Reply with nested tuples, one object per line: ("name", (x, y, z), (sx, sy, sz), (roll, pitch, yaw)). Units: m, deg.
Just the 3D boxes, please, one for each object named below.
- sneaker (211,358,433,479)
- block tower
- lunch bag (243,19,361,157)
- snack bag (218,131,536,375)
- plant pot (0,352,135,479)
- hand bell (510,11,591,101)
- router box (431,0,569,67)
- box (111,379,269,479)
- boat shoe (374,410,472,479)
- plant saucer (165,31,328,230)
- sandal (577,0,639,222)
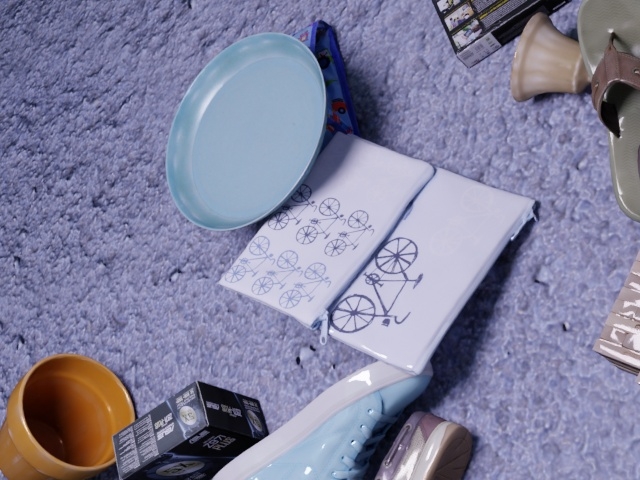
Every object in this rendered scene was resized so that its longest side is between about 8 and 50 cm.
("sneaker", (0.026, 0.296, 1.315), (0.366, 0.135, 0.150), (-40, 67, 18))
("block tower", (0.437, 0.019, 1.139), (0.097, 0.091, 0.335), (21, 84, 41))
("lunch bag", (-0.072, -0.238, 1.620), (0.221, 0.138, 0.293), (-30, 46, 27))
("snack bag", (0.077, 0.006, 1.344), (0.343, 0.037, 0.323), (24, 64, 31))
("plant pot", (-0.445, 0.320, 1.616), (0.188, 0.205, 0.205), (-39, 51, 37))
("hand bell", (0.391, -0.218, 1.288), (0.242, 0.126, 0.126), (19, 83, 27))
("router box", (0.267, -0.363, 1.460), (0.179, 0.046, 0.133), (-31, 55, 22))
("box", (-0.194, 0.298, 1.454), (0.180, 0.147, 0.077), (-34, 53, 20))
("boat shoe", (0.093, 0.353, 1.251), (0.092, 0.103, 0.285), (23, 81, 47))
("plant saucer", (-0.108, -0.162, 1.470), (0.318, 0.044, 0.317), (-14, 67, 34))
("sandal", (0.390, -0.170, 1.192), (0.120, 0.086, 0.302), (-14, 87, 32))
